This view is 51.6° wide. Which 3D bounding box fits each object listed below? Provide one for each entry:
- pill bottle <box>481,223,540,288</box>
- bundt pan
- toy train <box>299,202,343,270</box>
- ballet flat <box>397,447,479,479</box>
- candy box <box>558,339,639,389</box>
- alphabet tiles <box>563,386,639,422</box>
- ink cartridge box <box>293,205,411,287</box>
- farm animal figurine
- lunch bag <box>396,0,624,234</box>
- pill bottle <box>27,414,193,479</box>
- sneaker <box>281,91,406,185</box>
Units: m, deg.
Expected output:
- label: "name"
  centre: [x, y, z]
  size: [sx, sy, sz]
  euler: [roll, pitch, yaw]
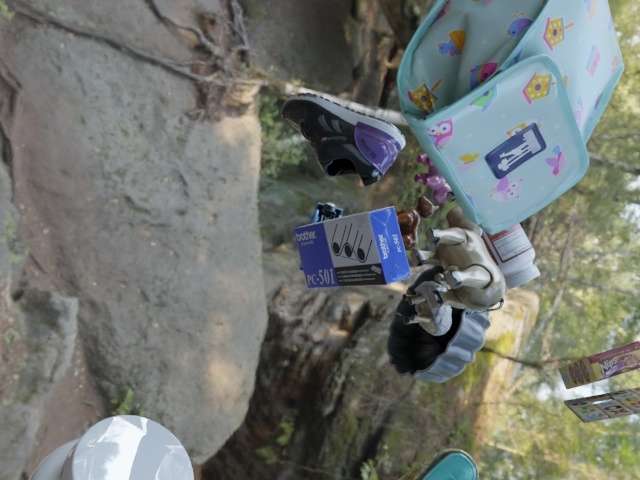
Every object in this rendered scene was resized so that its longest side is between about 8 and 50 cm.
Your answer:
- label: "pill bottle"
  centre: [0.494, 0.014, 1.769]
  size: [0.216, 0.121, 0.121]
  euler: [63, 6, 5]
- label: "bundt pan"
  centre: [0.319, 0.226, 1.735]
  size: [0.331, 0.124, 0.330]
  euler: [-49, -156, 30]
- label: "toy train"
  centre: [0.000, 0.000, 1.551]
  size: [0.105, 0.080, 0.184]
  euler: [-100, -156, -86]
- label: "ballet flat"
  centre: [0.132, 0.496, 1.170]
  size: [0.349, 0.123, 0.123]
  euler: [-34, 157, -17]
- label: "candy box"
  centre: [0.560, 0.253, 1.322]
  size: [0.186, 0.109, 0.053]
  euler: [80, -7, -71]
- label: "alphabet tiles"
  centre: [0.565, 0.279, 1.165]
  size: [0.198, 0.237, 0.009]
  euler: [23, 54, -78]
- label: "ink cartridge box"
  centre: [0.038, 0.015, 0.938]
  size: [0.207, 0.046, 0.097]
  euler: [-10, -85, 60]
- label: "farm animal figurine"
  centre: [0.274, -0.010, 1.257]
  size: [0.330, 0.172, 0.326]
  euler: [137, -52, -58]
- label: "lunch bag"
  centre: [0.204, -0.162, 0.715]
  size: [0.223, 0.160, 0.262]
  euler: [44, 70, -47]
- label: "pill bottle"
  centre: [-0.357, 0.444, 0.997]
  size: [0.407, 0.229, 0.229]
  euler: [-51, -175, 31]
- label: "sneaker"
  centre: [0.014, -0.193, 1.275]
  size: [0.124, 0.283, 0.107]
  euler: [-58, 145, -11]
